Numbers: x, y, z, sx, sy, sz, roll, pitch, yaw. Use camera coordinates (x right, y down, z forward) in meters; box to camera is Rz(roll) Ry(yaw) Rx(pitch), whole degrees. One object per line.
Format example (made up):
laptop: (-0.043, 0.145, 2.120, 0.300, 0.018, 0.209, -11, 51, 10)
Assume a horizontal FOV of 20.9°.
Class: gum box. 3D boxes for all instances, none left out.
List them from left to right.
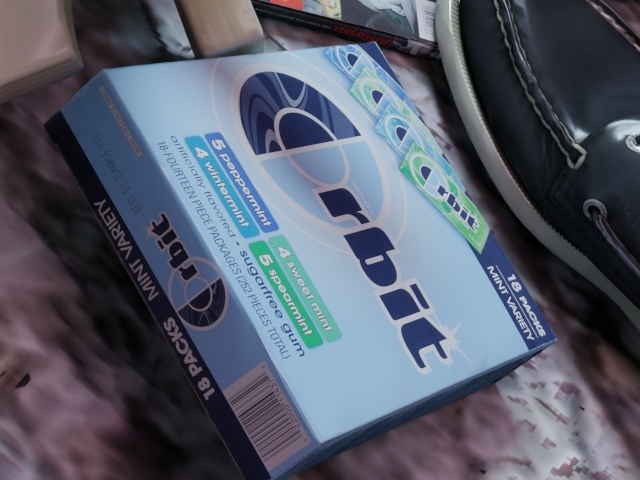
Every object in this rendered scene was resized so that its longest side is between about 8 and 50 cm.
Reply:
gum box: (0.000, 0.000, 0.683, 0.184, 0.041, 0.157, -14, 70, -56)

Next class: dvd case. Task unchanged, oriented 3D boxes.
dvd case: (0.005, -0.134, 0.815, 0.119, 0.013, 0.087, 10, 59, -25)

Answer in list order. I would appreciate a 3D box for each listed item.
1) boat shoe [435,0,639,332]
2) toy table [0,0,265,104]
boat shoe: (0.180, -0.009, 0.781, 0.127, 0.113, 0.340, -19, 75, -38)
toy table: (-0.062, -0.157, 0.643, 0.252, 0.274, 0.161, -23, 82, 8)
